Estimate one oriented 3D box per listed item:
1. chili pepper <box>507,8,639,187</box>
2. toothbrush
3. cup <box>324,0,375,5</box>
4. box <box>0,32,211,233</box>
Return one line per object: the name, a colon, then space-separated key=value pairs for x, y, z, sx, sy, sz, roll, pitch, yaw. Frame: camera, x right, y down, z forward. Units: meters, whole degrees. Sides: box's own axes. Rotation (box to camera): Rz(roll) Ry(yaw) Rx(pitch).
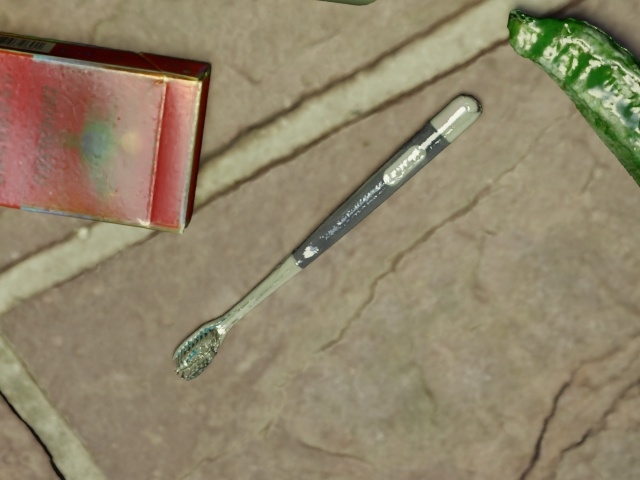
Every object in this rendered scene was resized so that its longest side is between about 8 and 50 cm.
chili pepper: x=0.206 y=-0.074 z=1.104 sx=0.227 sy=0.059 sz=0.088 roll=38 pitch=113 yaw=-9
toothbrush: x=0.000 y=0.000 z=1.158 sx=0.288 sy=0.026 sz=0.024 roll=-42 pitch=107 yaw=16
cup: x=-0.004 y=-0.182 z=1.055 sx=0.054 sy=0.083 sz=0.075 roll=-49 pitch=63 yaw=32
box: x=-0.166 y=-0.074 z=1.124 sx=0.175 sy=0.048 sz=0.112 roll=9 pitch=110 yaw=0
